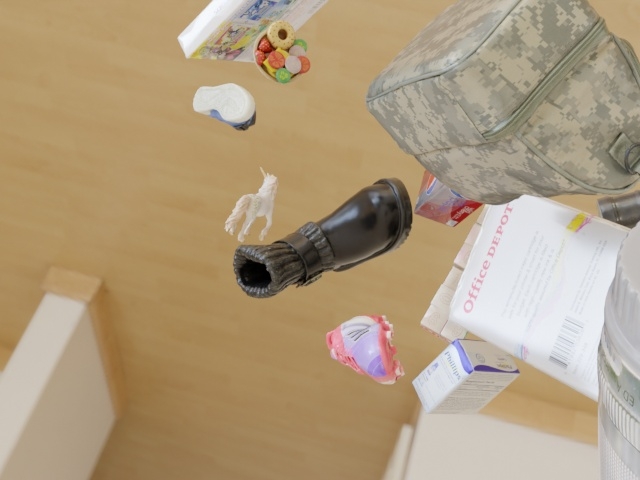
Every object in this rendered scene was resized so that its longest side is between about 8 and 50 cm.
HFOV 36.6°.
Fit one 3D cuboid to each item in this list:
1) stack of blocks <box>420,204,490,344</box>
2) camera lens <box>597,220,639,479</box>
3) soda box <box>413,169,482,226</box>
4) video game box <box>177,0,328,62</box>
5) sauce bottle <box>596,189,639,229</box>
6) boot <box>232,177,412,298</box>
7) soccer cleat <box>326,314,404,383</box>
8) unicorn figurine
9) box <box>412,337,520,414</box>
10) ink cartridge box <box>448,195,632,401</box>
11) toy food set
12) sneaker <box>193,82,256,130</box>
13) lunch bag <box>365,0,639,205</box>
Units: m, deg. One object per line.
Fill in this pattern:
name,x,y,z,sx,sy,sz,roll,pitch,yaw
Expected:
stack of blocks,0.302,0.056,1.848,0.087,0.297,0.171,30,175,13
camera lens,0.282,0.130,0.587,0.219,0.219,0.274,2,119,22
soda box,0.245,-0.109,1.637,0.083,0.092,0.263,20,162,-8
video game box,-0.095,-0.358,1.520,0.205,0.187,0.048,-37,77,33
sauce bottle,0.637,-0.077,1.600,0.344,0.111,0.111,-16,135,12
boot,0.001,0.004,1.872,0.260,0.131,0.348,-12,162,-33
soccer cleat,0.055,0.149,1.303,0.095,0.248,0.083,-14,94,1
unicorn figurine,-0.109,-0.056,1.649,0.060,0.162,0.111,20,102,4
box,0.257,0.244,1.715,0.126,0.072,0.137,9,134,-39
ink cartridge box,0.357,0.075,1.351,0.131,0.226,0.306,16,-171,-40
toy food set,-0.054,-0.259,1.348,0.082,0.083,0.020,47,155,-13
sneaker,-0.121,-0.199,1.460,0.084,0.058,0.152,13,180,-38
lunch bag,0.229,-0.155,1.149,0.256,0.212,0.305,49,166,-13
